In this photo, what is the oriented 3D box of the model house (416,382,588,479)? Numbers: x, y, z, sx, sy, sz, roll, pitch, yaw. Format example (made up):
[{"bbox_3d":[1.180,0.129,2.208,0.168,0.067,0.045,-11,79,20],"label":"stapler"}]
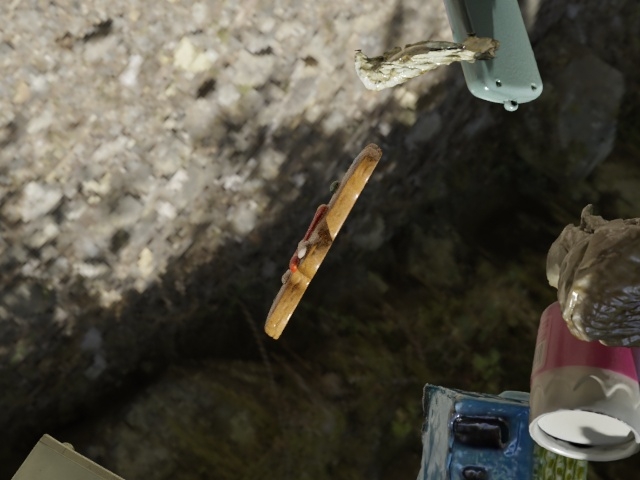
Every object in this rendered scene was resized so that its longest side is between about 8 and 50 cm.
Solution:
[{"bbox_3d":[0.315,0.374,1.993,0.215,0.303,0.237,173,-77,-76],"label":"model house"}]

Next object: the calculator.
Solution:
[{"bbox_3d":[0.257,-0.307,1.795,0.141,0.246,0.045,-2,160,-38],"label":"calculator"}]

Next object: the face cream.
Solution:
[{"bbox_3d":[0.401,0.205,1.770,0.175,0.175,0.195,88,14,-58],"label":"face cream"}]

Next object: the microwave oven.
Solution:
[{"bbox_3d":[-0.310,0.407,1.610,0.194,0.240,0.145,-58,153,-18],"label":"microwave oven"}]

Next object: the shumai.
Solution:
[{"bbox_3d":[0.381,0.016,1.458,0.218,0.185,0.184,-29,137,12],"label":"shumai"}]

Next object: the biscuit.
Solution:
[{"bbox_3d":[-0.002,-0.001,1.775,0.324,0.049,0.205,-62,180,7],"label":"biscuit"}]

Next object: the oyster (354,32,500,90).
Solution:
[{"bbox_3d":[0.156,-0.249,1.652,0.106,0.199,0.061,-26,111,-48],"label":"oyster"}]
